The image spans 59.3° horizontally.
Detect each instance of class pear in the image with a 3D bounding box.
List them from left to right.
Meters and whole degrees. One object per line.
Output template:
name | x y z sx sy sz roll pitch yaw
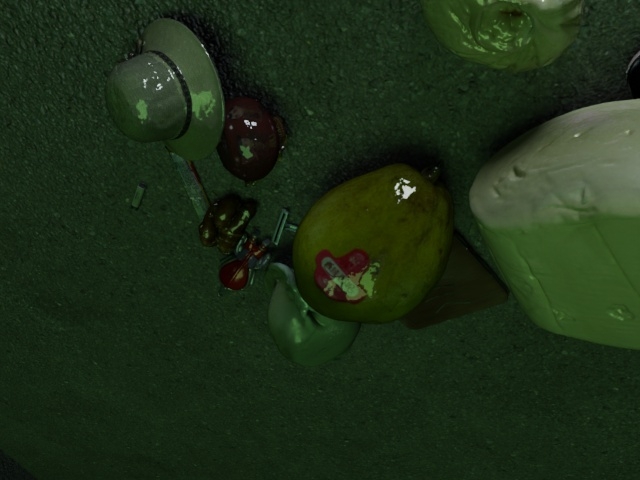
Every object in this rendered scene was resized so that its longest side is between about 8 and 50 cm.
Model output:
pear | 0.115 -0.005 1.078 0.287 0.287 0.375 33 111 -15

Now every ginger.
ginger | -0.217 -0.042 1.274 0.103 0.073 0.162 20 125 -25

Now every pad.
pad | 0.242 0.097 1.291 0.287 0.018 0.284 -27 125 35

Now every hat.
hat | -0.297 -0.248 0.984 0.257 0.130 0.257 21 125 34

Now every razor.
razor | 0.001 -0.003 1.275 0.211 0.036 0.084 18 114 -8

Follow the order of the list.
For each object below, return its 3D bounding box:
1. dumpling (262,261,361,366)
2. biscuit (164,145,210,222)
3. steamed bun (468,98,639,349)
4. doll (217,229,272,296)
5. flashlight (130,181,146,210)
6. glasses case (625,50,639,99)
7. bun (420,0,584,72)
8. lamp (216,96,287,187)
dumpling | -0.037 0.184 1.340 0.270 0.211 0.320 17 126 4
biscuit | -0.277 -0.098 1.268 0.048 0.026 0.291 -3 132 14
steamed bun | 0.495 -0.038 0.885 0.456 0.290 0.371 2 140 45
doll | -0.196 0.067 1.368 0.102 0.075 0.227 37 124 1
flashlight | -0.426 -0.102 1.315 0.018 0.018 0.083 28 134 -10
glasses case | 0.598 -0.282 0.783 0.314 0.075 0.122 -26 125 37
bun | 0.260 -0.347 0.778 0.244 0.153 0.243 6 132 7
lamp | -0.129 -0.193 1.060 0.135 0.156 0.157 -19 173 -18
